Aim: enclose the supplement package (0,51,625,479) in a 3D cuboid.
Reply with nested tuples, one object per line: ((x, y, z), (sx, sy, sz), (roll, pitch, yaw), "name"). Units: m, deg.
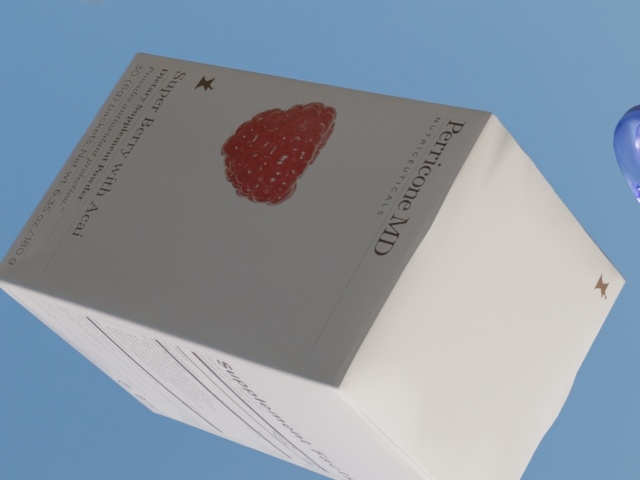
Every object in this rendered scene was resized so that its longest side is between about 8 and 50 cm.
((-0.009, 0.022, 1.113), (0.293, 0.175, 0.177), (14, -114, 43), "supplement package")

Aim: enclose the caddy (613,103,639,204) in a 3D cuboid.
((0.348, 0.004, 1.245), (0.341, 0.241, 0.179), (39, -103, 20), "caddy")
